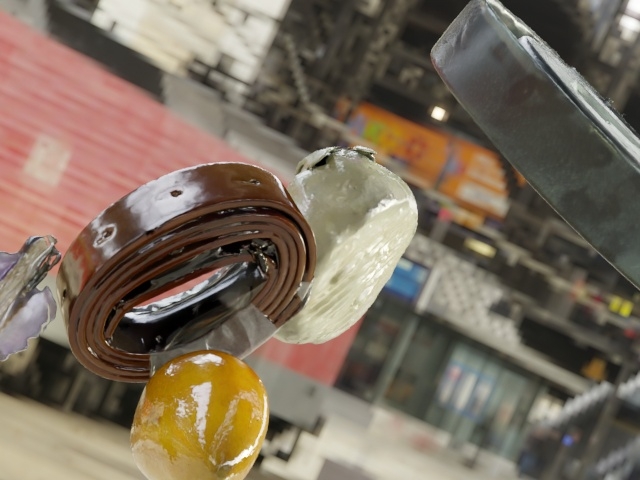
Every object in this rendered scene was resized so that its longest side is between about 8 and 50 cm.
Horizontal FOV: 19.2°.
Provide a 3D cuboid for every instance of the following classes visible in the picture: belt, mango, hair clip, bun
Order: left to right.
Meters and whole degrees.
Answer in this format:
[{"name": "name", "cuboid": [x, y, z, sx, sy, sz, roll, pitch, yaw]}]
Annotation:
[{"name": "hair clip", "cuboid": [-0.354, 0.106, 1.818, 0.106, 0.292, 0.084, 38, -15, 8]}, {"name": "belt", "cuboid": [-0.133, 0.036, 1.879, 0.105, 0.261, 0.184, -119, -174, -57]}, {"name": "mango", "cuboid": [-0.110, 0.179, 1.784, 0.112, 0.145, 0.219, 40, 3, -20]}, {"name": "bun", "cuboid": [0.000, 0.000, 2.095, 0.141, 0.239, 0.239, 34, 1, 18]}]

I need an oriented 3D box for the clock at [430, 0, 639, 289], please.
[{"name": "clock", "cuboid": [0.254, -0.070, 1.727, 0.386, 0.076, 0.386, 43, 13, -13]}]
